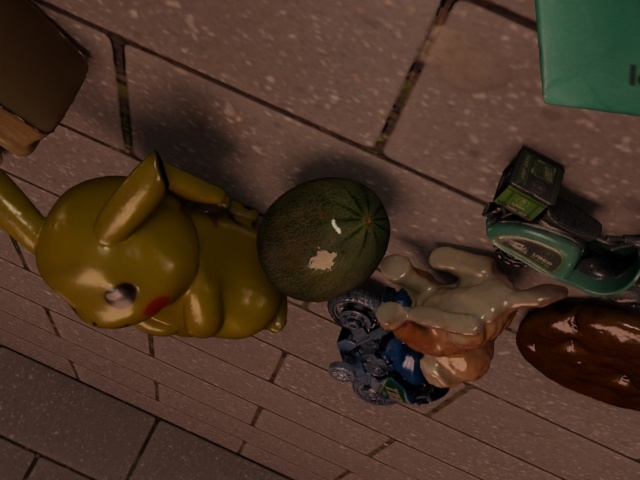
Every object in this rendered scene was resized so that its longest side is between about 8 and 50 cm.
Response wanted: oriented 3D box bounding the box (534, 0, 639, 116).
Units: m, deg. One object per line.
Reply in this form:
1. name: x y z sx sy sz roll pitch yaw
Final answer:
1. box: 0.178 -0.170 0.282 0.205 0.118 0.311 12 153 23

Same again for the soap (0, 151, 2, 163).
1. soap: -0.443 -0.143 1.012 0.089 0.033 0.168 17 154 11

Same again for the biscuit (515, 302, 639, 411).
1. biscuit: 0.301 0.127 0.857 0.212 0.036 0.212 21 156 10

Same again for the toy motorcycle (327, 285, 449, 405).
1. toy motorcycle: 0.087 0.140 1.024 0.136 0.092 0.254 5 141 20

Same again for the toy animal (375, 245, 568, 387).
1. toy animal: 0.166 0.093 0.850 0.184 0.104 0.185 1 144 24

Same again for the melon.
1. melon: 0.000 0.000 0.792 0.114 0.114 0.167 31 152 -14

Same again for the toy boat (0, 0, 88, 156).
1. toy boat: -0.298 -0.171 0.728 0.061 0.116 0.188 -8 143 43

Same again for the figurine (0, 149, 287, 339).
1. figurine: -0.163 0.012 0.856 0.218 0.169 0.327 -7 165 32

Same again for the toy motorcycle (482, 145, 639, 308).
1. toy motorcycle: 0.212 0.001 0.666 0.173 0.058 0.100 28 150 -3
